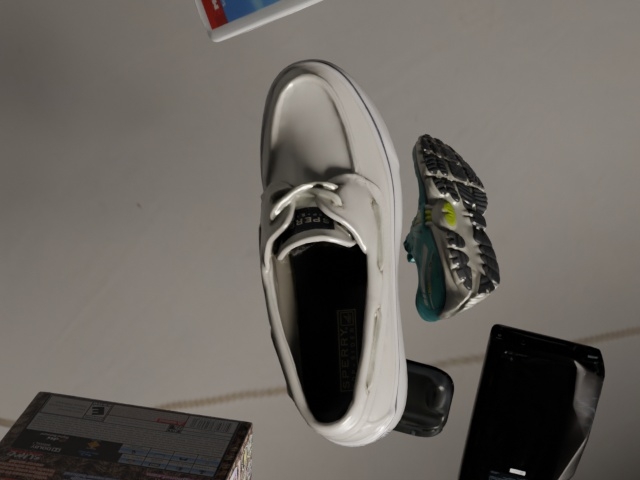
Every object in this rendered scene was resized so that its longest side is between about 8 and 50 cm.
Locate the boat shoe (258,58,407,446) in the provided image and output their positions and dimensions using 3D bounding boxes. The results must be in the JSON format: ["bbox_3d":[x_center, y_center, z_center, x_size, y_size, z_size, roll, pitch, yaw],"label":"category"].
[{"bbox_3d":[0.000,0.000,0.816,0.096,0.088,0.268,-6,77,16],"label":"boat shoe"}]

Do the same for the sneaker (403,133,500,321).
[{"bbox_3d":[0.144,-0.022,1.568,0.107,0.110,0.275,25,44,-30],"label":"sneaker"}]

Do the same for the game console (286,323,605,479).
[{"bbox_3d":[0.135,0.178,1.448,0.361,0.044,0.213,14,119,9],"label":"game console"}]

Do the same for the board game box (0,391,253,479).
[{"bbox_3d":[-0.210,0.287,1.164,0.232,0.291,0.141,7,114,9],"label":"board game box"}]

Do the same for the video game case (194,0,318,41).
[{"bbox_3d":[-0.009,-0.215,0.557,0.025,0.285,0.204,-26,101,-32],"label":"video game case"}]
